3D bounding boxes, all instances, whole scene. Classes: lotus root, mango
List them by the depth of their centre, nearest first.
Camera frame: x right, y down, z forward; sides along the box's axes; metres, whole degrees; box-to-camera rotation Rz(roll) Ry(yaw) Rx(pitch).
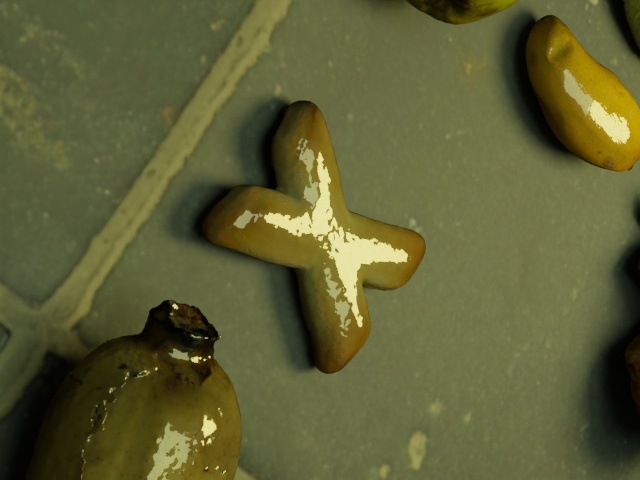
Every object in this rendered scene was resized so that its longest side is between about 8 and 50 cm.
[{"bbox_3d":[-0.148,0.184,1.085,0.160,0.146,0.284,18,91,-58],"label":"lotus root"},{"bbox_3d":[0.269,-0.140,1.419,0.190,0.075,0.098,49,51,-27],"label":"mango"}]

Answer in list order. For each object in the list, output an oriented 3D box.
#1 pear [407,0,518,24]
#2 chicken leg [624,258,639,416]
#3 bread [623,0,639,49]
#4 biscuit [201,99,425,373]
[{"bbox_3d":[0.135,-0.275,1.252,0.149,0.148,0.162,40,71,-34],"label":"pear"},{"bbox_3d":[0.476,0.061,1.568,0.409,0.182,0.295,-34,99,-35],"label":"chicken leg"},{"bbox_3d":[0.376,-0.258,1.498,0.117,0.064,0.156,-48,120,-29],"label":"bread"},{"bbox_3d":[0.001,-0.001,1.241,0.164,0.047,0.208,-53,124,-20],"label":"biscuit"}]
